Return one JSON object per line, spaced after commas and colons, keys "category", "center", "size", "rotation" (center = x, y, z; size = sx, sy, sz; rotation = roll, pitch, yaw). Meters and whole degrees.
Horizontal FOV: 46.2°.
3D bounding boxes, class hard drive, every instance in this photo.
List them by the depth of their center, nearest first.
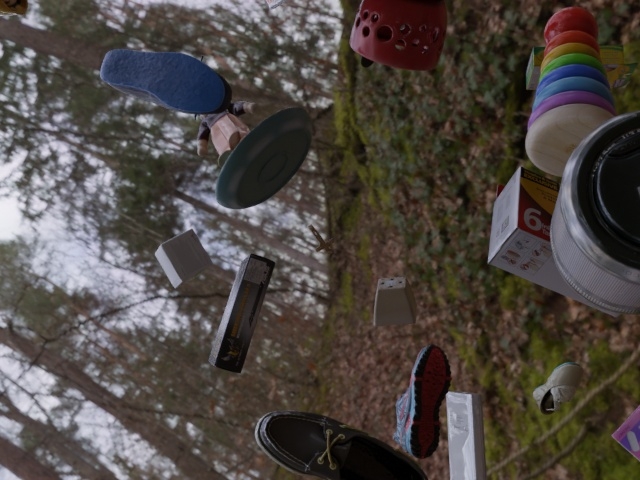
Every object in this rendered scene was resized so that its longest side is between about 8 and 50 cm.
{"category": "hard drive", "center": [0.395, 0.568, 2.036], "size": [0.203, 0.040, 0.307], "rotation": [137, 131, -77]}

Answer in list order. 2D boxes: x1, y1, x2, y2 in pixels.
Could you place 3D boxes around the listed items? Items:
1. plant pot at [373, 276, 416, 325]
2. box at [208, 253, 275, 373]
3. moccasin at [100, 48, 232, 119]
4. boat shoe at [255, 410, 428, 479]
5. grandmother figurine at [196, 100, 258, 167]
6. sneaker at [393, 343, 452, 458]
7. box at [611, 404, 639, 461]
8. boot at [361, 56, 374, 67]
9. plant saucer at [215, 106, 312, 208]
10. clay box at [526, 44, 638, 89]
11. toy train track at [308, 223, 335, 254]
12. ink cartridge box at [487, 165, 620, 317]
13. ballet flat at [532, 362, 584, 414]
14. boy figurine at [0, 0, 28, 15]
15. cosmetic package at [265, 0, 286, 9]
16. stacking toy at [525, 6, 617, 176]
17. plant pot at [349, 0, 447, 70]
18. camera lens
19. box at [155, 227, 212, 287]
{"category": "plant pot", "center": [0.192, 0.154, 1.961], "size": [0.109, 0.109, 0.096], "rotation": [-69, -27, -67]}
{"category": "box", "center": [-0.163, 0.149, 1.532], "size": [0.183, 0.056, 0.231], "rotation": [157, 132, -77]}
{"category": "moccasin", "center": [-0.324, -0.354, 1.654], "size": [0.117, 0.342, 0.137], "rotation": [19, -85, -65]}
{"category": "boat shoe", "center": [0.029, 0.271, 0.953], "size": [0.068, 0.228, 0.081], "rotation": [128, 164, -65]}
{"category": "grandmother figurine", "center": [-0.264, -0.318, 2.065], "size": [0.208, 0.342, 0.104], "rotation": [-31, -49, -7]}
{"category": "sneaker", "center": [0.220, 0.368, 1.762], "size": [0.104, 0.125, 0.261], "rotation": [17, -98, -28]}
{"category": "box", "center": [0.646, 0.319, 1.212], "size": [0.213, 0.243, 0.117], "rotation": [-55, -28, 16]}
{"category": "boot", "center": [0.123, -0.480, 1.871], "size": [0.106, 0.037, 0.114], "rotation": [-62, 13, 8]}
{"category": "plant saucer", "center": [-0.127, -0.191, 1.865], "size": [0.318, 0.044, 0.317], "rotation": [-42, -17, -16]}
{"category": "clay box", "center": [0.585, -0.389, 1.693], "size": [0.127, 0.222, 0.053], "rotation": [61, -150, -75]}
{"category": "toy train track", "center": [0.000, 0.000, 1.638], "size": [0.048, 0.083, 0.014], "rotation": [-32, 22, 12]}
{"category": "ink cartridge box", "center": [0.538, -0.022, 1.631], "size": [0.130, 0.310, 0.271], "rotation": [117, 173, -46]}
{"category": "ballet flat", "center": [0.629, 0.399, 1.975], "size": [0.086, 0.086, 0.248], "rotation": [-53, -14, -26]}
{"category": "boy figurine", "center": [-0.541, -0.477, 1.197], "size": [0.285, 0.092, 0.177], "rotation": [97, -177, -46]}
{"category": "cosmetic package", "center": [-0.045, -0.615, 1.466], "size": [0.162, 0.453, 0.230], "rotation": [-34, -74, -9]}
{"category": "stacking toy", "center": [0.405, -0.264, 1.219], "size": [0.141, 0.141, 0.330], "rotation": [80, -163, -51]}
{"category": "plant pot", "center": [0.168, -0.458, 1.525], "size": [0.191, 0.191, 0.174], "rotation": [-30, -41, -52]}
{"category": "camera lens", "center": [0.416, -0.026, 0.972], "size": [0.219, 0.219, 0.274], "rotation": [-62, -18, -8]}
{"category": "box", "center": [-0.321, 0.043, 1.755], "size": [0.087, 0.102, 0.101], "rotation": [-29, -2, -25]}
